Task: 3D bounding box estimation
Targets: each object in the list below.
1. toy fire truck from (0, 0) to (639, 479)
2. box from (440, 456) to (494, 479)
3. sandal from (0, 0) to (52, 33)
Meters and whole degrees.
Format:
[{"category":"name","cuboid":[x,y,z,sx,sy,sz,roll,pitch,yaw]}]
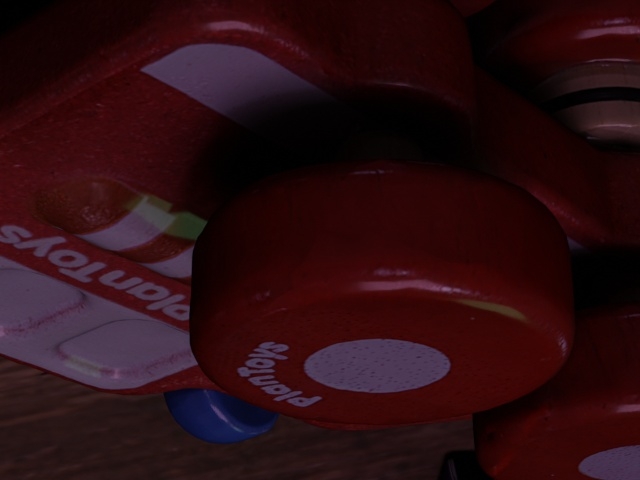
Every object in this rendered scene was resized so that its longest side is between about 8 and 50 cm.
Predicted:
[{"category":"toy fire truck","cuboid":[0.000,0.000,0.519,0.254,0.169,0.302,-20,148,36]},{"category":"box","cuboid":[0.105,0.230,0.767,0.108,0.153,0.207,3,131,-12]},{"category":"sandal","cuboid":[-0.109,-0.087,0.509,0.254,0.054,0.097,6,130,-14]}]
